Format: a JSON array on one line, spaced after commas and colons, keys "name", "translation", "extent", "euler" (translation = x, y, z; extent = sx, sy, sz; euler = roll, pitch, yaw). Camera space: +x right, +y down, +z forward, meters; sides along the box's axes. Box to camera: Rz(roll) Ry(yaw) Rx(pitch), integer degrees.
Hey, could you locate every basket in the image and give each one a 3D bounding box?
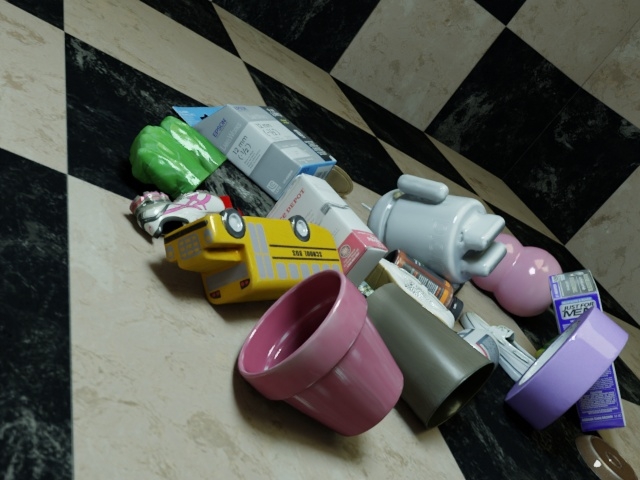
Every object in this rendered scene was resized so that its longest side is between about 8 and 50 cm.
[{"name": "basket", "translation": [0.167, 0.195, 1.239], "extent": [0.227, 0.154, 0.204], "euler": [43, 19, 25]}]

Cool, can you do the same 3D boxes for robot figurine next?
[{"name": "robot figurine", "translation": [0.255, -0.015, 1.655], "extent": [0.353, 0.300, 0.200], "euler": [12, 35, 38]}]

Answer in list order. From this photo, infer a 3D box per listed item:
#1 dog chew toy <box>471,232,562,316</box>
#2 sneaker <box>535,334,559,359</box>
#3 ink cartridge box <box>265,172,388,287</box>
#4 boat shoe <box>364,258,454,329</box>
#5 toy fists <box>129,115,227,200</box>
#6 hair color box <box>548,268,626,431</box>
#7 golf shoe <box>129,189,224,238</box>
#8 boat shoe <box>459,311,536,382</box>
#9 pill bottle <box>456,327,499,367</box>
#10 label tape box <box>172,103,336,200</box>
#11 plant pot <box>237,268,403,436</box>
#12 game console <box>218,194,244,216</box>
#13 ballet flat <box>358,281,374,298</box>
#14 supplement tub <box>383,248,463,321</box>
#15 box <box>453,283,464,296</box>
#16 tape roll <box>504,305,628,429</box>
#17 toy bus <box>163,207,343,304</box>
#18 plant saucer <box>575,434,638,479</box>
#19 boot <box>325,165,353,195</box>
[{"name": "dog chew toy", "translation": [0.529, 0.076, 2.038], "extent": [0.332, 0.206, 0.206], "euler": [32, 19, 10]}, {"name": "sneaker", "translation": [0.691, 0.306, 1.894], "extent": [0.295, 0.123, 0.109], "euler": [10, 33, -52]}, {"name": "ink cartridge box", "translation": [0.000, 0.000, 1.356], "extent": [0.218, 0.158, 0.092], "euler": [49, 22, 28]}, {"name": "boat shoe", "translation": [0.159, 0.105, 1.458], "extent": [0.277, 0.098, 0.096], "euler": [42, 32, 10]}, {"name": "toy fists", "translation": [-0.278, -0.158, 1.335], "extent": [0.142, 0.096, 0.279], "euler": [45, 18, -9]}, {"name": "hair color box", "translation": [0.634, 0.259, 1.677], "extent": [0.185, 0.110, 0.338], "euler": [-44, 121, -70]}, {"name": "golf shoe", "translation": [-0.232, -0.037, 1.194], "extent": [0.186, 0.067, 0.086], "euler": [-9, 57, -50]}, {"name": "boat shoe", "translation": [0.435, 0.241, 1.678], "extent": [0.226, 0.076, 0.083], "euler": [47, 22, 25]}, {"name": "pill bottle", "translation": [0.306, 0.237, 1.428], "extent": [0.108, 0.108, 0.180], "euler": [44, 21, 17]}, {"name": "label tape box", "translation": [-0.154, -0.256, 1.722], "extent": [0.348, 0.115, 0.249], "euler": [43, 21, 9]}, {"name": "plant pot", "translation": [0.013, 0.172, 0.994], "extent": [0.180, 0.201, 0.201], "euler": [48, 17, -19]}, {"name": "game console", "translation": [-0.174, -0.013, 1.307], "extent": [0.124, 0.085, 0.144], "euler": [-5, 36, -16]}, {"name": "ballet flat", "translation": [0.111, 0.149, 1.382], "extent": [0.188, 0.070, 0.070], "euler": [39, 20, 8]}, {"name": "supplement tub", "translation": [0.221, 0.112, 1.559], "extent": [0.198, 0.106, 0.106], "euler": [34, 20, -9]}, {"name": "box", "translation": [0.290, 0.043, 1.888], "extent": [0.233, 0.059, 0.183], "euler": [41, 19, 7]}, {"name": "tape roll", "translation": [0.510, 0.265, 1.462], "extent": [0.090, 0.275, 0.275], "euler": [43, 21, 14]}, {"name": "toy bus", "translation": [-0.099, 0.031, 1.157], "extent": [0.333, 0.108, 0.130], "euler": [3, 70, -57]}, {"name": "plant saucer", "translation": [0.639, 0.492, 1.546], "extent": [0.168, 0.029, 0.168], "euler": [31, 21, -14]}, {"name": "boot", "translation": [0.004, -0.210, 1.947], "extent": [0.197, 0.073, 0.152], "euler": [34, 16, -17]}]
